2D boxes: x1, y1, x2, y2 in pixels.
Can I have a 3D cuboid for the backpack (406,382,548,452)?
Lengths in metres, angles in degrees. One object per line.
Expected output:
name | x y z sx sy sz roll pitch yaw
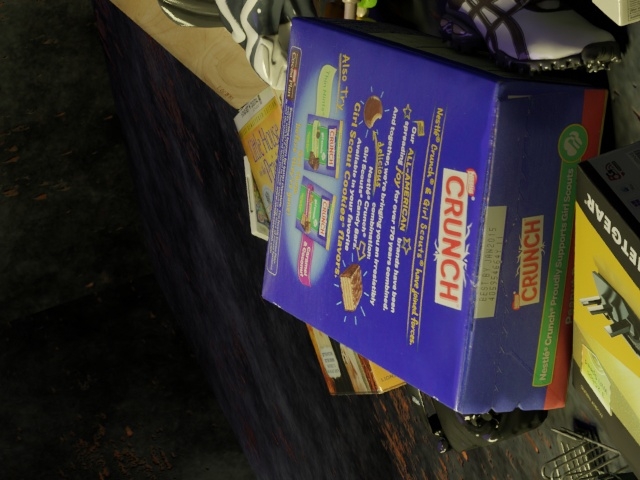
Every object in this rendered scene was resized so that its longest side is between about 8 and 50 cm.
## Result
backpack | 0.149 0.109 1.676 0.152 0.115 0.182 -35 74 65

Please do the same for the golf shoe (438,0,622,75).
golf shoe | 0.157 -0.181 1.307 0.198 0.077 0.094 28 119 53

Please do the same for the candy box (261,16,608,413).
candy box | 0.085 -0.032 1.432 0.317 0.122 0.268 29 116 56

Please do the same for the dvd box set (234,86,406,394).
dvd box set | 0.000 0.000 2.269 0.307 0.062 0.420 158 92 -77

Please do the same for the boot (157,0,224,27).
boot | -0.104 -0.479 1.837 0.445 0.146 0.367 -98 29 -58

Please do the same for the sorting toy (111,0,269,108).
sorting toy | -0.146 -0.294 2.086 0.255 0.089 0.257 41 168 -8

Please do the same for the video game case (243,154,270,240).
video game case | -0.075 -0.055 2.436 0.087 0.011 0.122 24 -127 -52

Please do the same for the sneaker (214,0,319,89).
sneaker | -0.058 -0.274 1.622 0.153 0.094 0.235 40 144 55

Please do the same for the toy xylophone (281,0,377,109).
toy xylophone | 0.022 -0.193 1.696 0.236 0.081 0.323 -127 34 -60

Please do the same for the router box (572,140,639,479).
router box | 0.282 0.112 1.191 0.309 0.081 0.243 -121 17 -44

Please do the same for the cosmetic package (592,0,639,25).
cosmetic package | 0.207 -0.203 1.099 0.041 0.060 0.115 -124 21 -51

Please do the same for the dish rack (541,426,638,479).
dish rack | 0.265 0.277 1.524 0.271 0.074 0.208 -163 56 -75
